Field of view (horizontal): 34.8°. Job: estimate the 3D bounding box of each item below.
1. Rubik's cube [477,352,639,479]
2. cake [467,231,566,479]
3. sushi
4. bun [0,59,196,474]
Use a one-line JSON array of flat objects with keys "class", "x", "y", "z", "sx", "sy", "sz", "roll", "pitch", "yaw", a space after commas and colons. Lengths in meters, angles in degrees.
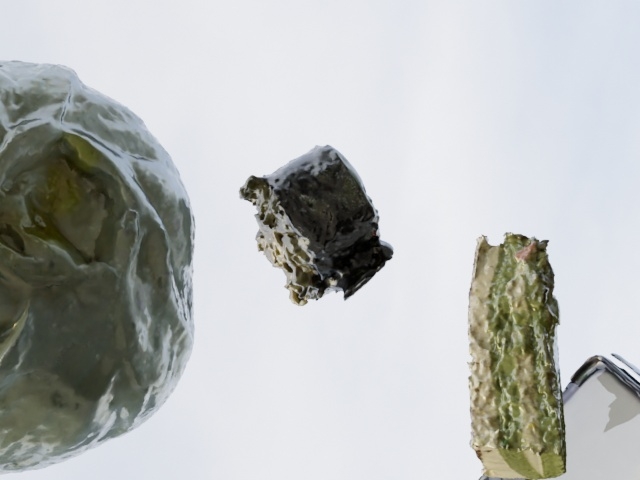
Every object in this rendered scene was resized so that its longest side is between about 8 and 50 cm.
[{"class": "Rubik's cube", "x": 0.249, "y": 0.352, "z": 0.666, "sx": 0.363, "sy": 0.359, "sz": 0.362, "roll": 37, "pitch": -86, "yaw": -35}, {"class": "cake", "x": 0.104, "y": 0.057, "z": 0.550, "sx": 0.055, "sy": 0.051, "sz": 0.140, "roll": 46, "pitch": -139, "yaw": -68}, {"class": "sushi", "x": 0.000, "y": 0.000, "z": 1.051, "sx": 0.115, "sy": 0.212, "sz": 0.147, "roll": -36, "pitch": -102, "yaw": -10}, {"class": "bun", "x": -0.252, "y": 0.010, "z": 0.812, "sx": 0.361, "sy": 0.211, "sz": 0.362, "roll": 8, "pitch": -104, "yaw": -31}]
